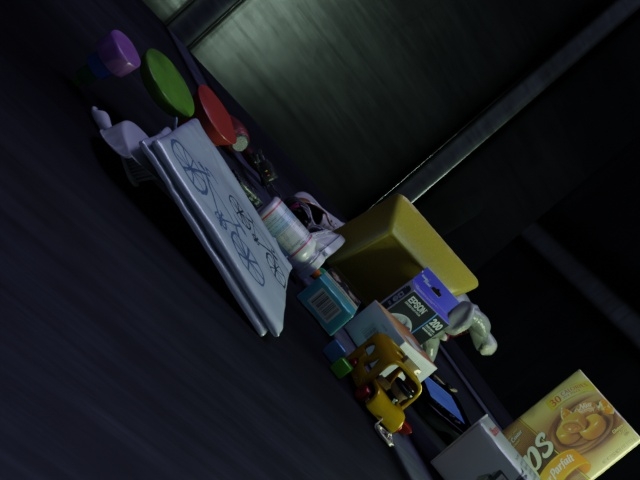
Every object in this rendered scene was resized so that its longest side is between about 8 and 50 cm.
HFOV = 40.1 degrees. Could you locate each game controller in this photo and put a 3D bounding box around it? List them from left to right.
[{"bbox_3d":[0.264,0.360,1.970,0.166,0.067,0.319,48,5,-9],"label":"game controller"}]

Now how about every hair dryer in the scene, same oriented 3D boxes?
[{"bbox_3d":[-0.212,-0.236,2.370,0.293,0.080,0.223,56,-9,11],"label":"hair dryer"}]

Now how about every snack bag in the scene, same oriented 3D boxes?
[{"bbox_3d":[-0.145,-0.038,1.324,0.323,0.037,0.342,58,8,-12],"label":"snack bag"}]

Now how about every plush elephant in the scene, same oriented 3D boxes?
[{"bbox_3d":[0.344,0.243,2.579,0.272,0.255,0.330,8,-60,33],"label":"plush elephant"}]

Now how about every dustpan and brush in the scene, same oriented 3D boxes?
[{"bbox_3d":[-0.276,-0.135,1.248,0.147,0.060,0.211,47,12,-55],"label":"dustpan and brush"}]

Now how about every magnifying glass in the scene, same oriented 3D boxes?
[{"bbox_3d":[0.000,0.081,2.009,0.092,0.026,0.231,53,8,33],"label":"magnifying glass"}]

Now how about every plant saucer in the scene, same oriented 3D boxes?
[{"bbox_3d":[0.184,0.081,2.296,0.333,0.333,0.081,48,42,-14],"label":"plant saucer"}]

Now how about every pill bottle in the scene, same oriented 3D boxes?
[{"bbox_3d":[-0.066,-0.002,1.737,0.160,0.087,0.087,49,6,-10],"label":"pill bottle"}]

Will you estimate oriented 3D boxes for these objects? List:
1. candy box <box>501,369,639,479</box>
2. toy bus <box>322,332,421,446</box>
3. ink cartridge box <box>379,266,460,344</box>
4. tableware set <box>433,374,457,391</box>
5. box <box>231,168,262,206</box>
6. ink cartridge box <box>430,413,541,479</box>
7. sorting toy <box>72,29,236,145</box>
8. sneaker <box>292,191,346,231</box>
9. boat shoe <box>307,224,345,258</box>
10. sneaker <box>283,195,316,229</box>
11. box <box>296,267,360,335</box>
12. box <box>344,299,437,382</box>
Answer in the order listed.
[{"bbox_3d":[0.475,0.437,1.808,0.183,0.316,0.087,52,8,25],"label":"candy box"},{"bbox_3d":[0.117,0.237,1.476,0.202,0.104,0.191,51,6,24],"label":"toy bus"},{"bbox_3d":[0.236,0.183,2.189,0.206,0.208,0.045,42,13,-46],"label":"ink cartridge box"},{"bbox_3d":[0.296,0.354,2.375,0.194,0.039,0.128,49,6,0],"label":"tableware set"},{"bbox_3d":[-0.174,-0.122,2.036,0.083,0.018,0.067,44,8,-39],"label":"box"},{"bbox_3d":[0.345,0.469,1.589,0.289,0.121,0.211,51,6,16],"label":"ink cartridge box"},{"bbox_3d":[-0.284,-0.229,1.484,0.365,0.126,0.127,29,37,-62],"label":"sorting toy"},{"bbox_3d":[0.024,-0.017,2.500,0.290,0.106,0.123,37,11,-8],"label":"sneaker"},{"bbox_3d":[0.000,0.000,2.181,0.084,0.095,0.258,53,5,-1],"label":"boat shoe"},{"bbox_3d":[-0.060,-0.071,2.339,0.075,0.063,0.170,52,7,-48],"label":"sneaker"},{"bbox_3d":[0.021,0.118,1.744,0.100,0.060,0.244,49,6,2],"label":"box"},{"bbox_3d":[0.149,0.226,1.849,0.170,0.091,0.130,42,9,-51],"label":"box"}]
